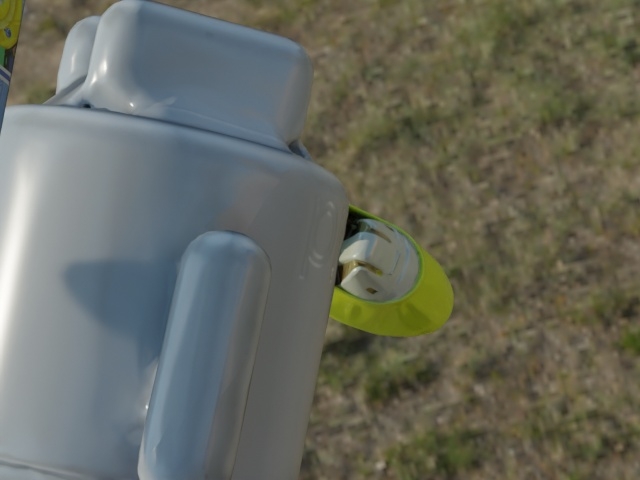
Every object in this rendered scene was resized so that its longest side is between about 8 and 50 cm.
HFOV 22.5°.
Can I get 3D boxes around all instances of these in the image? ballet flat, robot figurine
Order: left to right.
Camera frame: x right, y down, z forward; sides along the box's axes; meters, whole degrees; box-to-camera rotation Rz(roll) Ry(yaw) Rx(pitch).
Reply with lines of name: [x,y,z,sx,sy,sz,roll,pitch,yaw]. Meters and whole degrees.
robot figurine: [-0.100,0.059,0.842,0.199,0.353,0.300,12,-3,-18]
ballet flat: [0.000,0.000,1.094,0.077,0.231,0.077,-68,14,-20]

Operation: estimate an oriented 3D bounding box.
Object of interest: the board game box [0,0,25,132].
board game box: [-0.155,-0.072,0.513,0.035,0.136,0.201,-10,60,28]
